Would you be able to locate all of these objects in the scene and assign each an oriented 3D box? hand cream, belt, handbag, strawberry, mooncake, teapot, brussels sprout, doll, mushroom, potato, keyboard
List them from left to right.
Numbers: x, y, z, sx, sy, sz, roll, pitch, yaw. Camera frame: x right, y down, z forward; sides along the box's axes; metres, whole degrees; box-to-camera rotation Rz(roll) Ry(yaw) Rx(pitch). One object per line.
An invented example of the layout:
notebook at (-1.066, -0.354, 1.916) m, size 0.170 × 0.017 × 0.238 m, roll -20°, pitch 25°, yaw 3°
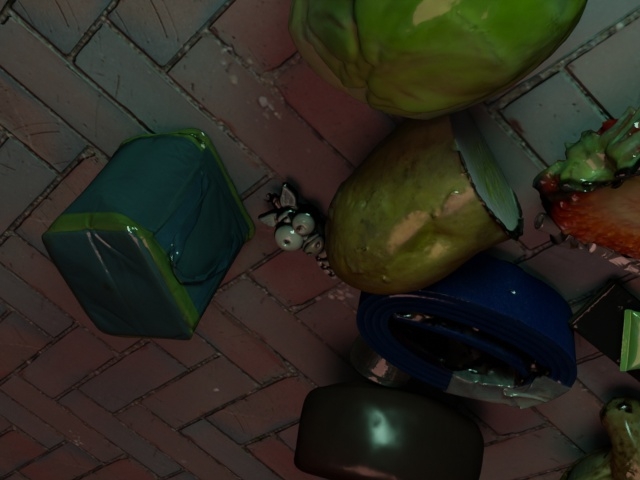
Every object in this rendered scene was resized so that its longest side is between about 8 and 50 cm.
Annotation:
handbag at (-0.256, -0.007, 1.285) m, size 0.223 × 0.241 × 0.263 m, roll -5°, pitch 127°, yaw 28°
doll at (0.000, 0.000, 1.304) m, size 0.219 × 0.067 × 0.091 m, roll 36°, pitch 127°, yaw -9°
mooncake at (0.120, 0.359, 1.474) m, size 0.326 × 0.174 × 0.334 m, roll 12°, pitch 162°, yaw 0°
teapot at (0.132, 0.180, 1.390) m, size 0.149 × 0.111 × 0.108 m, roll 27°, pitch 117°, yaw 8°
potato at (0.113, -0.036, 1.111) m, size 0.266 × 0.229 × 0.229 m, roll -29°, pitch 116°, yaw 25°
brussels sprout at (0.128, -0.282, 0.856) m, size 0.268 × 0.344 × 0.344 m, roll 8°, pitch 146°, yaw -34°
belt at (0.218, 0.128, 1.264) m, size 0.347 × 0.117 × 0.212 m, roll 24°, pitch 134°, yaw -12°
hand cream at (0.411, 0.015, 1.156) m, size 0.257 × 0.050 × 0.084 m, roll 20°, pitch 138°, yaw -4°
mushroom at (0.494, 0.418, 1.360) m, size 0.255 × 0.267 × 0.267 m, roll 38°, pitch 134°, yaw -14°
keyboard at (0.514, 0.177, 1.256) m, size 0.317 × 0.027 × 0.106 m, roll 38°, pitch 109°, yaw -13°
strawberry at (0.429, -0.061, 1.038) m, size 0.307 × 0.137 × 0.233 m, roll 24°, pitch 151°, yaw -27°
hand cream at (0.520, 0.144, 1.205) m, size 0.175 × 0.046 × 0.095 m, roll 1°, pitch 106°, yaw 5°
